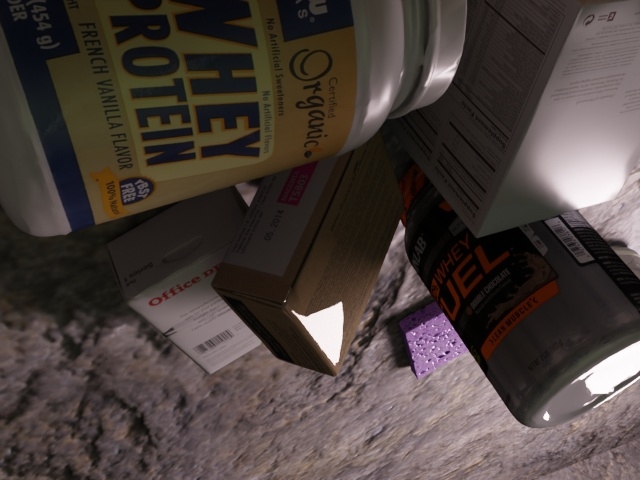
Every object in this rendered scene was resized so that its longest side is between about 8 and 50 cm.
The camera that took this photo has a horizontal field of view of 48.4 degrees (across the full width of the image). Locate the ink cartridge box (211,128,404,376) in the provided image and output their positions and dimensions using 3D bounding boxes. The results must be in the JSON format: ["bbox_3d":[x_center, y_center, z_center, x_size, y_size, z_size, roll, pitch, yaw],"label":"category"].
[{"bbox_3d":[0.000,0.000,0.764,0.234,0.088,0.193,-65,152,-23],"label":"ink cartridge box"}]

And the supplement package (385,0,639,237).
[{"bbox_3d":[0.219,-0.178,0.715,0.199,0.198,0.262,-15,142,-23],"label":"supplement package"}]

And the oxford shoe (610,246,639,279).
[{"bbox_3d":[0.464,0.101,1.310,0.450,0.130,0.169,-4,139,-31],"label":"oxford shoe"}]

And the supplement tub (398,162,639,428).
[{"bbox_3d":[0.240,0.037,0.876,0.207,0.338,0.207,-20,144,-15],"label":"supplement tub"}]

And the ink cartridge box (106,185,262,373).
[{"bbox_3d":[-0.121,0.048,0.835,0.160,0.092,0.219,-30,145,-2],"label":"ink cartridge box"}]

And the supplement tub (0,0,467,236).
[{"bbox_3d":[-0.083,-0.150,0.498,0.317,0.228,0.228,-18,144,-17],"label":"supplement tub"}]

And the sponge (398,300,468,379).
[{"bbox_3d":[0.210,0.176,1.297,0.117,0.031,0.210,-28,146,-4],"label":"sponge"}]
